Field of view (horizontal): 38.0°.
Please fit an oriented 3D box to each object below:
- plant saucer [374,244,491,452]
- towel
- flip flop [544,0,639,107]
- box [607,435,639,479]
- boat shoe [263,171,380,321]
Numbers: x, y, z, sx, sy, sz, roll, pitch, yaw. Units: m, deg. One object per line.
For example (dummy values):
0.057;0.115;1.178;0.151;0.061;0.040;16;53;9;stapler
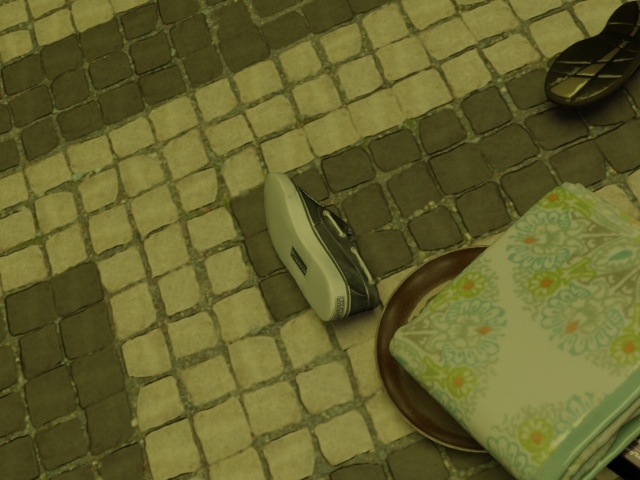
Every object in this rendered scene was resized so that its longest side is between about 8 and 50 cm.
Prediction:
0.234;0.156;1.338;0.310;0.050;0.311;-6;62;11;plant saucer
0.321;0.117;1.225;0.374;0.090;0.320;-42;46;-6;towel
0.466;-0.291;1.493;0.112;0.080;0.277;30;59;30;flip flop
0.479;0.251;1.202;0.261;0.103;0.184;35;74;26;box
0.000;0.000;1.451;0.102;0.108;0.301;-8;43;-26;boat shoe
